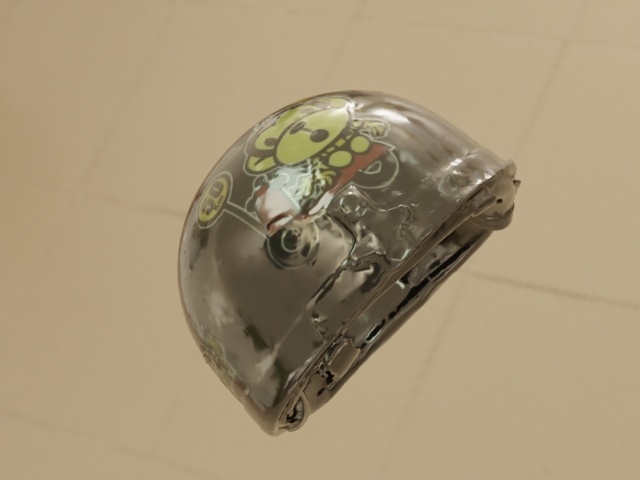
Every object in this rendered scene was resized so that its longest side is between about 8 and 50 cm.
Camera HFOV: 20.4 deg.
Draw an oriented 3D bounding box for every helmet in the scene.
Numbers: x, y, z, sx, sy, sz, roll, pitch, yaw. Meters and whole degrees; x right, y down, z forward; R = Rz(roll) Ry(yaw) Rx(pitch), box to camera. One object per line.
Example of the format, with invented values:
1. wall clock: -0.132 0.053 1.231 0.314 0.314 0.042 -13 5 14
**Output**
1. helmet: 0.000 0.000 1.149 0.160 0.279 0.230 44 77 5
